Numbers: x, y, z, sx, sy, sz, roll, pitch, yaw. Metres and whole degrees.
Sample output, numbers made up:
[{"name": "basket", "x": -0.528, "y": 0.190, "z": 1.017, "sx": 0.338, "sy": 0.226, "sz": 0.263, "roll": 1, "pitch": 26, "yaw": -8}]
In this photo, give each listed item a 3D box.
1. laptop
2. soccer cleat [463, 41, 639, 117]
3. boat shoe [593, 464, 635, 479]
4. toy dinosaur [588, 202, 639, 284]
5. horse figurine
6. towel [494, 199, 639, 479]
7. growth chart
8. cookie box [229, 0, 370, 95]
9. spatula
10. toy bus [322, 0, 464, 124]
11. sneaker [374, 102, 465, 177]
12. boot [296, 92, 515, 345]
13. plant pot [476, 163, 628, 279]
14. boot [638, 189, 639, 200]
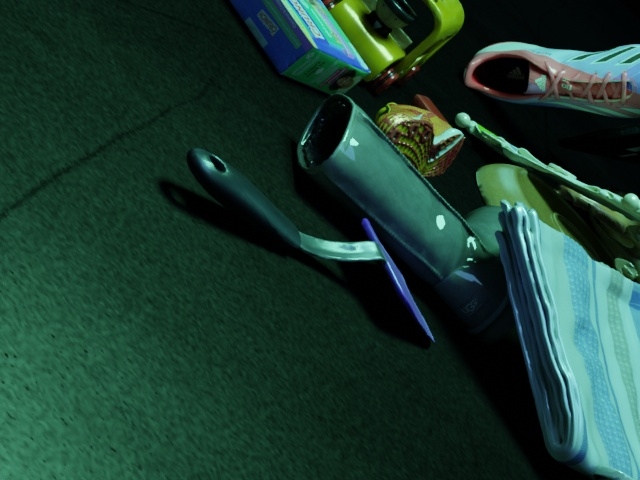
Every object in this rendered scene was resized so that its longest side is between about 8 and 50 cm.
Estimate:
[{"name": "laptop", "x": 0.438, "y": -0.152, "z": 2.169, "sx": 0.264, "sy": 0.137, "sz": 0.234, "roll": 11, "pitch": -6, "yaw": -15}, {"name": "soccer cleat", "x": 0.277, "y": -0.173, "z": 2.103, "sx": 0.248, "sy": 0.083, "sz": 0.095, "roll": 9, "pitch": 18, "yaw": 28}, {"name": "boat shoe", "x": 0.235, "y": 0.210, "z": 1.419, "sx": 0.046, "sy": 0.038, "sz": 0.125, "roll": 12, "pitch": -24, "yaw": 49}, {"name": "toy dinosaur", "x": 0.311, "y": 0.024, "z": 1.916, "sx": 0.183, "sy": 0.053, "sz": 0.092, "roll": 43, "pitch": -5, "yaw": 23}, {"name": "horse figurine", "x": 0.367, "y": 0.020, "z": 2.122, "sx": 0.263, "sy": 0.066, "sz": 0.174, "roll": 49, "pitch": 9, "yaw": 9}, {"name": "towel", "x": 0.223, "y": 0.099, "z": 1.521, "sx": 0.285, "sy": 0.034, "sz": 0.209, "roll": 29, "pitch": 45, "yaw": -56}, {"name": "growth chart", "x": 0.261, "y": -0.056, "z": 1.950, "sx": 0.237, "sy": 0.021, "sz": 0.172, "roll": 29, "pitch": 3, "yaw": 32}, {"name": "cookie box", "x": -0.018, "y": -0.171, "z": 1.608, "sx": 0.092, "sy": 0.040, "sz": 0.107, "roll": 57, "pitch": 19, "yaw": 21}, {"name": "spatula", "x": 0.000, "y": 0.000, "z": 1.295, "sx": 0.296, "sy": 0.030, "sz": 0.084, "roll": 28, "pitch": 29, "yaw": -51}, {"name": "toy bus", "x": 0.068, "y": -0.209, "z": 1.798, "sx": 0.191, "sy": 0.104, "sz": 0.202, "roll": 33, "pitch": 22, "yaw": -41}, {"name": "sneaker", "x": 0.065, "y": -0.085, "z": 1.625, "sx": 0.067, "sy": 0.064, "sz": 0.175, "roll": 32, "pitch": 7, "yaw": 15}, {"name": "boot", "x": 0.070, "y": -0.032, "z": 1.494, "sx": 0.208, "sy": 0.076, "sz": 0.190, "roll": 39, "pitch": 18, "yaw": -15}, {"name": "plant pot", "x": 0.241, "y": 0.011, "z": 1.878, "sx": 0.236, "sy": 0.032, "sz": 0.236, "roll": 44, "pitch": 18, "yaw": -18}, {"name": "boot", "x": 0.457, "y": -0.004, "z": 2.115, "sx": 0.246, "sy": 0.094, "sz": 0.207, "roll": 39, "pitch": -1, "yaw": 4}]
